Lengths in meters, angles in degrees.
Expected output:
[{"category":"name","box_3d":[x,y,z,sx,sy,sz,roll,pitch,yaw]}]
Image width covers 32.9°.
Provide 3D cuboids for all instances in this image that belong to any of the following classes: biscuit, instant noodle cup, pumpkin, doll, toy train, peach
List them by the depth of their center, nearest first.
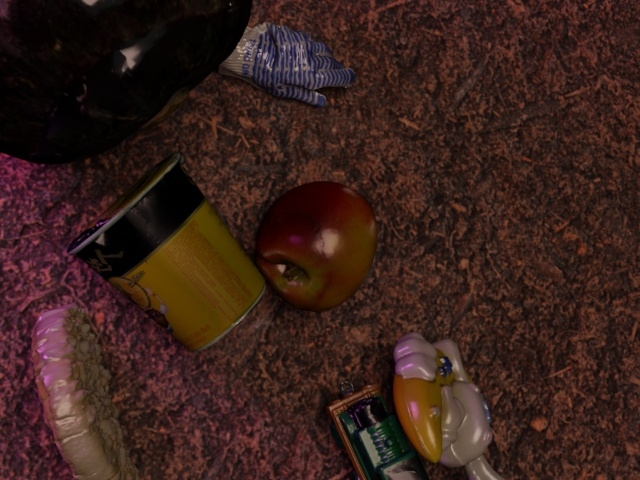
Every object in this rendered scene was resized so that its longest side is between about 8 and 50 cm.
[{"category":"pumpkin","box_3d":[-0.303,-0.304,1.428,0.454,0.454,0.344,-40,96,-20]},{"category":"biscuit","box_3d":[-0.335,0.216,1.470,0.084,0.179,0.281,-20,78,1]},{"category":"instant noodle cup","box_3d":[-0.205,0.025,1.536,0.215,0.215,0.236,-46,104,-20]},{"category":"toy train","box_3d":[0.090,0.310,1.592,0.091,0.136,0.227,-23,88,-20]},{"category":"peach","box_3d":[0.000,0.000,1.607,0.197,0.197,0.197,3,78,-17]},{"category":"doll","box_3d":[0.194,0.258,1.610,0.237,0.111,0.252,36,32,-48]}]

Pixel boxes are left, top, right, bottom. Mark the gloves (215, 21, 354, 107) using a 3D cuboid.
[{"category":"gloves","box_3d":[-0.054,-0.276,1.694,0.229,0.097,0.119,6,108,-21]}]
